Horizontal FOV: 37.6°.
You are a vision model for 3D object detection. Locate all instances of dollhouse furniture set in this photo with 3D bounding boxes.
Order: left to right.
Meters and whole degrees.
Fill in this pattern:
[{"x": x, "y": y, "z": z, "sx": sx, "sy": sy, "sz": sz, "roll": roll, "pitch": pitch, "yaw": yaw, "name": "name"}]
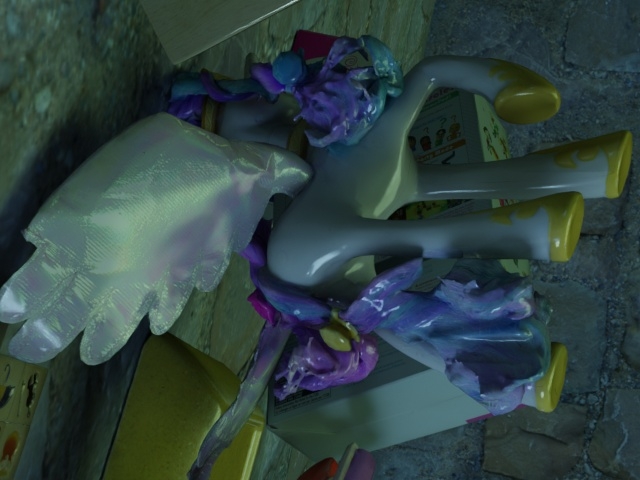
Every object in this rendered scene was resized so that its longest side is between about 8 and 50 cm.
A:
[{"x": -0.052, "y": -0.221, "z": 0.610, "sx": 0.151, "sy": 0.144, "sz": 0.123, "roll": 63, "pitch": 20, "yaw": -11, "name": "dollhouse furniture set"}]

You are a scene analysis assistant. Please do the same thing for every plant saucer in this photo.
[{"x": -0.142, "y": 0.279, "z": 0.962, "sx": 0.333, "sy": 0.080, "sz": 0.333, "roll": 68, "pitch": 37, "yaw": -75, "name": "plant saucer"}]

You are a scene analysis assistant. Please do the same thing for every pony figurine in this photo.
[{"x": 0.000, "y": 0.000, "z": 0.668, "sx": 0.351, "sy": 0.363, "sz": 0.303, "roll": -64, "pitch": 150, "yaw": -28, "name": "pony figurine"}]

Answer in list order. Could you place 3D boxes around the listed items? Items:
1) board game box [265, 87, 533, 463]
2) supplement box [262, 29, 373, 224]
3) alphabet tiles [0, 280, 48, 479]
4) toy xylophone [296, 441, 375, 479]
[{"x": 0.068, "y": 0.020, "z": 0.840, "sx": 0.097, "sy": 0.224, "sz": 0.303, "roll": 45, "pitch": 33, "yaw": -41, "name": "board game box"}, {"x": 0.002, "y": -0.127, "z": 1.140, "sx": 0.114, "sy": 0.111, "sz": 0.220, "roll": 71, "pitch": 34, "yaw": -73, "name": "supplement box"}, {"x": -0.216, "y": 0.113, "z": 0.518, "sx": 0.237, "sy": 0.009, "sz": 0.198, "roll": 68, "pitch": 36, "yaw": -74, "name": "alphabet tiles"}, {"x": -0.087, "y": 0.272, "z": 0.671, "sx": 0.081, "sy": 0.322, "sz": 0.236, "roll": 58, "pitch": 6, "yaw": -2, "name": "toy xylophone"}]
